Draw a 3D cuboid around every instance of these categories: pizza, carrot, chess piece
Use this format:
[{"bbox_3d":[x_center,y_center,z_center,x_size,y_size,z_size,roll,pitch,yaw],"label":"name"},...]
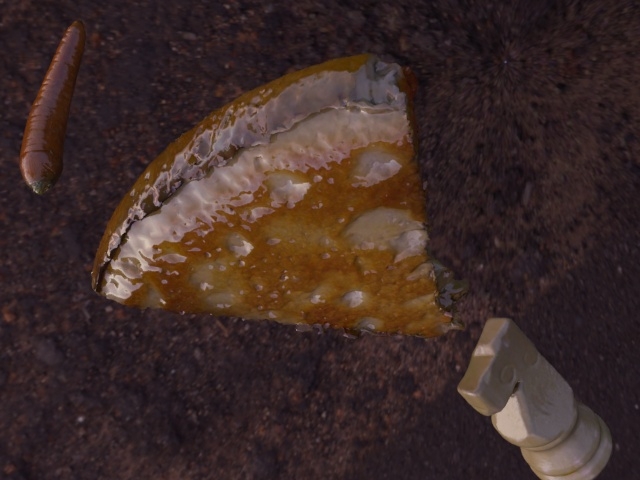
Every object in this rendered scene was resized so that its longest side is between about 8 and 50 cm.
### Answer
[{"bbox_3d":[0.000,0.000,0.953,0.439,0.130,0.406,-30,133,32],"label":"pizza"},{"bbox_3d":[-0.375,-0.186,1.217,0.062,0.066,0.271,6,65,-5],"label":"carrot"},{"bbox_3d":[0.206,0.160,0.856,0.090,0.090,0.200,-33,124,16],"label":"chess piece"}]
